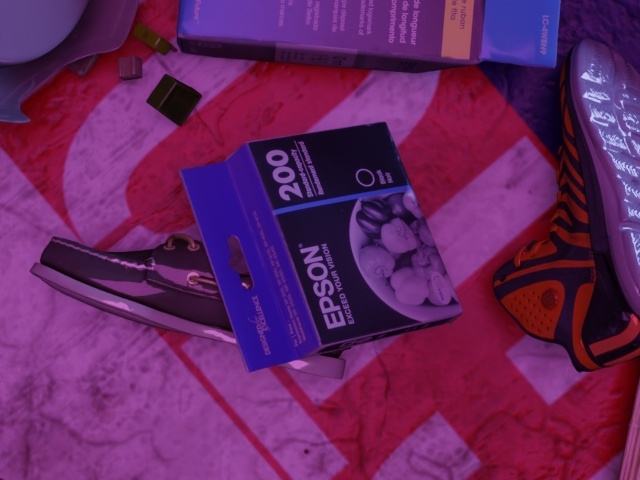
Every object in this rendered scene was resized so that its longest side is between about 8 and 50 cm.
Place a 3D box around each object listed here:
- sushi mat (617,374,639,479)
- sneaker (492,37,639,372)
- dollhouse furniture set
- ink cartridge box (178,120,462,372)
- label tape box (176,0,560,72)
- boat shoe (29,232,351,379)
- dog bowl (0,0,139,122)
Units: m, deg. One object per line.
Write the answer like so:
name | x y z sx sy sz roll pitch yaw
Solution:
sushi mat | 0.377 0.124 1.413 0.151 0.019 0.317 14 83 0
sneaker | 0.232 -0.027 1.394 0.124 0.180 0.321 21 51 -31
dollhouse furniture set | -0.186 -0.173 1.432 0.151 0.058 0.076 35 92 20
ink cartridge box | 0.000 0.000 1.359 0.208 0.045 0.206 -12 70 -25
label tape box | 0.048 -0.288 1.403 0.347 0.115 0.249 5 87 -4
boat shoe | -0.112 0.045 1.389 0.305 0.109 0.091 18 87 -8
dog bowl | -0.292 -0.276 1.283 0.102 0.348 0.349 7 87 31
